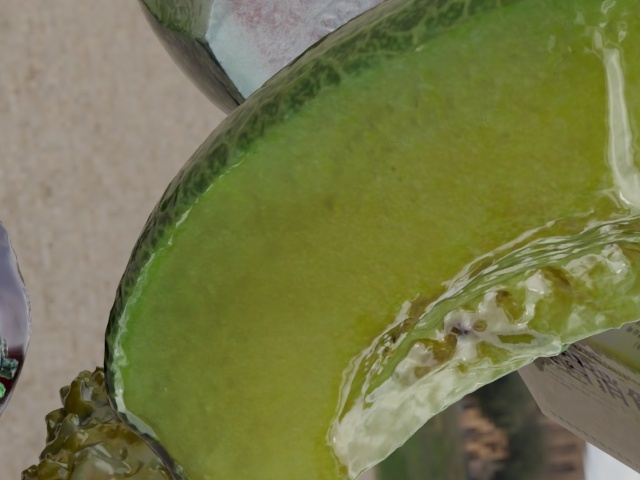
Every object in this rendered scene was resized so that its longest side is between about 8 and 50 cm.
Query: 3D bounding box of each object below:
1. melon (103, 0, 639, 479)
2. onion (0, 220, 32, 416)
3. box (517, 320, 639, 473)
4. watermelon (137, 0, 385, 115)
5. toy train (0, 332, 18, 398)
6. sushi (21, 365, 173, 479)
[{"bbox_3d":[0.053,-0.005,0.905,0.331,0.344,0.226,14,60,-79],"label":"melon"},{"bbox_3d":[-0.425,-0.016,1.588,0.398,0.398,0.420,-86,-168,-79],"label":"onion"},{"bbox_3d":[0.215,0.095,1.169,0.260,0.062,0.175,33,-18,48],"label":"box"},{"bbox_3d":[-0.060,-0.227,1.631,0.193,0.232,0.310,12,45,-42],"label":"watermelon"},{"bbox_3d":[-0.243,0.075,1.088,0.251,0.119,0.085,-126,-125,-83],"label":"toy train"},{"bbox_3d":[-0.145,0.295,1.659,0.396,0.240,0.351,-76,162,-57],"label":"sushi"}]
